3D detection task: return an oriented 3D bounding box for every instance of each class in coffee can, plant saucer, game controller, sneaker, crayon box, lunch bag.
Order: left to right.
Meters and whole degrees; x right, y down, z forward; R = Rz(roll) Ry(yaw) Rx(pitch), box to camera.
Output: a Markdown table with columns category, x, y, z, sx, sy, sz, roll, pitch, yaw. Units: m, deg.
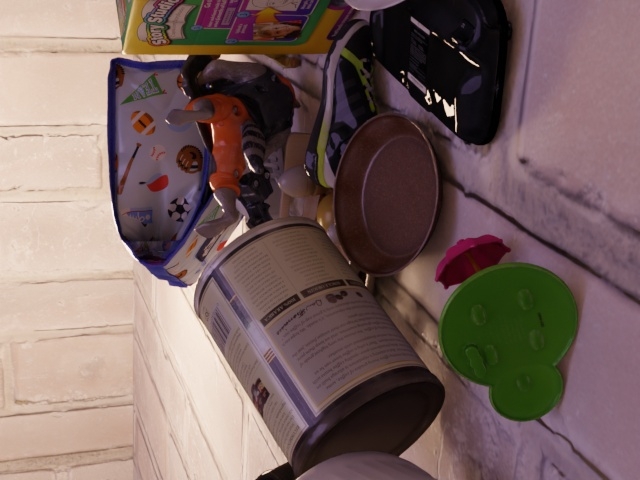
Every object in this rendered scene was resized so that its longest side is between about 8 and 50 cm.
| category | x | y | z | sx | sy | sz | roll | pitch | yaw |
| --- | --- | --- | --- | --- | --- | --- | --- | --- | --- |
| lunch bag | -0.272 | -0.115 | 1.968 | 0.328 | 0.238 | 0.386 | 71 | -160 | -80 |
| crayon box | -0.095 | -0.365 | 1.365 | 0.363 | 0.313 | 0.106 | 136 | 129 | -68 |
| sneaker | -0.117 | -0.166 | 1.797 | 0.123 | 0.105 | 0.290 | 107 | 154 | -51 |
| coffee can | -0.007 | 0.134 | 1.265 | 0.275 | 0.201 | 0.202 | 54 | 145 | 32 |
| sneaker | 0.054 | -0.172 | 1.372 | 0.097 | 0.084 | 0.235 | 15 | 96 | 26 |
| plant saucer | 0.087 | -0.055 | 1.256 | 0.198 | 0.036 | 0.199 | -5 | 84 | 53 |
| game controller | 0.126 | -0.231 | 1.166 | 0.319 | 0.067 | 0.167 | -122 | 19 | -56 |

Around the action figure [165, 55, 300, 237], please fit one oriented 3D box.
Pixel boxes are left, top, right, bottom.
| category | x | y | z | sx | sy | sz | roll | pitch | yaw |
| --- | --- | --- | --- | --- | --- | --- | --- | --- | --- |
| action figure | -0.102 | -0.139 | 1.591 | 0.341 | 0.178 | 0.330 | 65 | -152 | -25 |

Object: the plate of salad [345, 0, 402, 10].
| category | x | y | z | sx | sy | sz | roll | pitch | yaw |
| --- | --- | --- | --- | --- | --- | --- | --- | --- | --- |
| plate of salad | 0.102 | -0.328 | 1.120 | 0.199 | 0.048 | 0.200 | -27 | 47 | 33 |

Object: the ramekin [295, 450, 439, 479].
| category | x | y | z | sx | sy | sz | roll | pitch | yaw |
| --- | --- | --- | --- | --- | --- | --- | --- | --- | --- |
| ramekin | 0.071 | 0.369 | 1.081 | 0.135 | 0.277 | 0.277 | -6 | 87 | 64 |

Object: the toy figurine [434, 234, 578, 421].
| category | x | y | z | sx | sy | sz | roll | pitch | yaw |
| --- | --- | --- | --- | --- | --- | --- | --- | --- | --- |
| toy figurine | 0.172 | 0.066 | 1.023 | 0.159 | 0.130 | 0.173 | -102 | -9 | -65 |

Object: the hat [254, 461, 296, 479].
| category | x | y | z | sx | sy | sz | roll | pitch | yaw |
| --- | --- | --- | --- | --- | --- | --- | --- | --- | --- |
| hat | -0.035 | 0.418 | 1.609 | 0.331 | 0.133 | 0.332 | 176 | 90 | -71 |

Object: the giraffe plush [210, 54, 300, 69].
| category | x | y | z | sx | sy | sz | roll | pitch | yaw |
| --- | --- | --- | --- | --- | --- | --- | --- | --- | --- |
| giraffe plush | -0.126 | -0.374 | 1.692 | 0.181 | 0.170 | 0.210 | -119 | 32 | -52 |

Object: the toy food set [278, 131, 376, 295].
| category | x | y | z | sx | sy | sz | roll | pitch | yaw |
| --- | --- | --- | --- | --- | --- | --- | --- | --- | --- |
| toy food set | 0.000 | 0.000 | 1.499 | 0.306 | 0.092 | 0.220 | -122 | 34 | -56 |
